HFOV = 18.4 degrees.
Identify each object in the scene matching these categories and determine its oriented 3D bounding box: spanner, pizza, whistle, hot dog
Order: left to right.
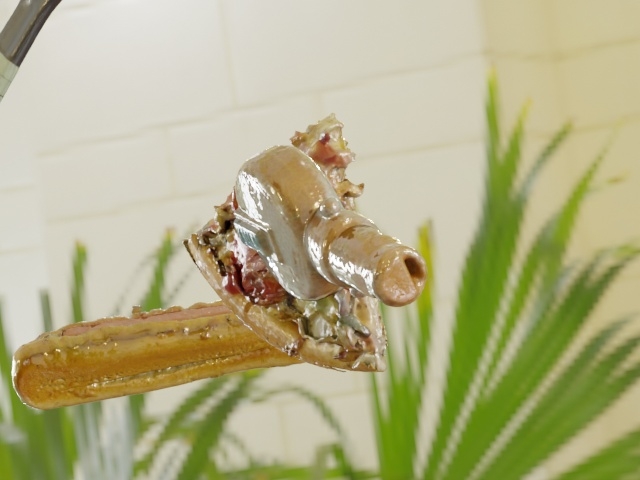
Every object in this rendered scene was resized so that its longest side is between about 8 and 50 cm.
[{"bbox_3d":[-0.249,-0.137,1.529,0.087,0.316,0.024,38,11,32],"label":"spanner"},{"bbox_3d":[-0.143,0.102,1.835,0.286,0.088,0.061,-5,27,-9],"label":"hot dog"},{"bbox_3d":[-0.029,-0.006,1.452,0.201,0.193,0.053,25,31,36],"label":"pizza"},{"bbox_3d":[0.000,0.000,1.276,0.057,0.107,0.220,-28,25,-18],"label":"whistle"}]
